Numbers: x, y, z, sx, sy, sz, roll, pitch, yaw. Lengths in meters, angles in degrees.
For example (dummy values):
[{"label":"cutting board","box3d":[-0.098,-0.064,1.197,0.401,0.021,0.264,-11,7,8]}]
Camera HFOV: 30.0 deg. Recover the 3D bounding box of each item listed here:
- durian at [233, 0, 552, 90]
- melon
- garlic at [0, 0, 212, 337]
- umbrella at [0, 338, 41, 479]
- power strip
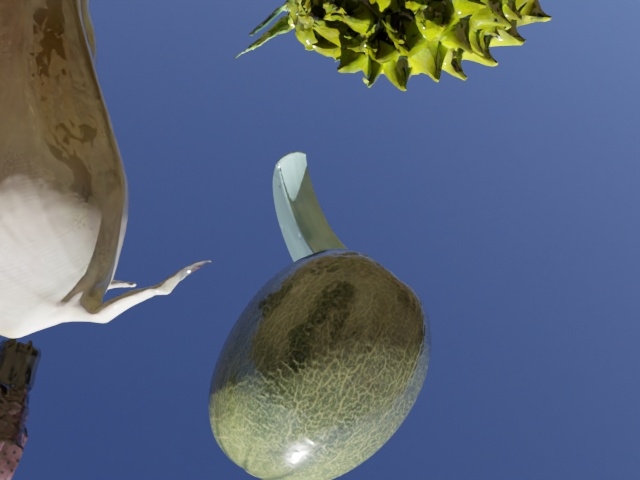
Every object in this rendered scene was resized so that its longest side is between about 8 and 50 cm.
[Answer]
[{"label":"durian","box3d":[0.076,-0.244,0.785,0.158,0.169,0.352,39,-131,-39]},{"label":"melon","box3d":[-0.002,0.159,1.454,0.237,0.301,0.237,36,179,1]},{"label":"garlic","box3d":[-0.236,-0.054,0.999,0.340,0.246,0.231,64,-176,17]},{"label":"umbrella","box3d":[-0.398,0.269,1.392,0.094,0.090,0.326,17,-100,-23]},{"label":"power strip","box3d":[0.000,0.000,1.790,0.054,0.167,0.253,-21,-117,-19]}]
